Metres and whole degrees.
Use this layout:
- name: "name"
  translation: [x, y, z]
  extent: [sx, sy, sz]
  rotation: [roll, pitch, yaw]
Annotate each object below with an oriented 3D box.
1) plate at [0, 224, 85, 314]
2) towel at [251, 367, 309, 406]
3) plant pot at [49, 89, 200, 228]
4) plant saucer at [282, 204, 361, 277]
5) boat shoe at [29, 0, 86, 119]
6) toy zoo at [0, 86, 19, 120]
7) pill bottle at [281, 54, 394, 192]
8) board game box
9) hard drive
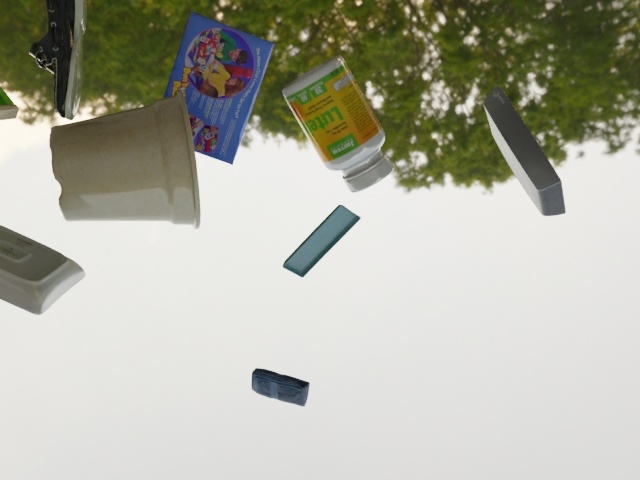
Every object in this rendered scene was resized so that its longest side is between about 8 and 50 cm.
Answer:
- name: "plate"
  translation: [-0.643, 0.036, 1.475]
  extent: [0.278, 0.277, 0.045]
  rotation: [-86, -159, -77]
- name: "towel"
  translation: [-0.083, 0.302, 1.476]
  extent: [0.119, 0.067, 0.029]
  rotation: [13, -144, 11]
- name: "plant pot"
  translation: [-0.460, -0.172, 1.694]
  extent: [0.305, 0.334, 0.334]
  rotation: [-8, -146, -14]
- name: "plant saucer"
  translation: [0.000, 0.000, 1.556]
  extent: [0.192, 0.067, 0.018]
  rotation: [-45, -139, 17]
- name: "boat shoe"
  translation: [-0.593, -0.435, 1.622]
  extent: [0.127, 0.113, 0.340]
  rotation: [149, -58, -76]
- name: "toy zoo"
  translation: [-0.763, -0.341, 1.429]
  extent: [0.192, 0.293, 0.030]
  rotation: [-21, 155, -53]
- name: "pill bottle"
  translation: [0.042, -0.222, 1.411]
  extent: [0.136, 0.245, 0.136]
  rotation: [-29, -165, 8]
- name: "board game box"
  translation: [-0.292, -0.408, 1.959]
  extent: [0.078, 0.233, 0.347]
  rotation: [-115, -135, -77]
- name: "hard drive"
  translation: [0.410, -0.175, 1.461]
  extent: [0.054, 0.172, 0.254]
  rotation: [-28, -119, 9]
